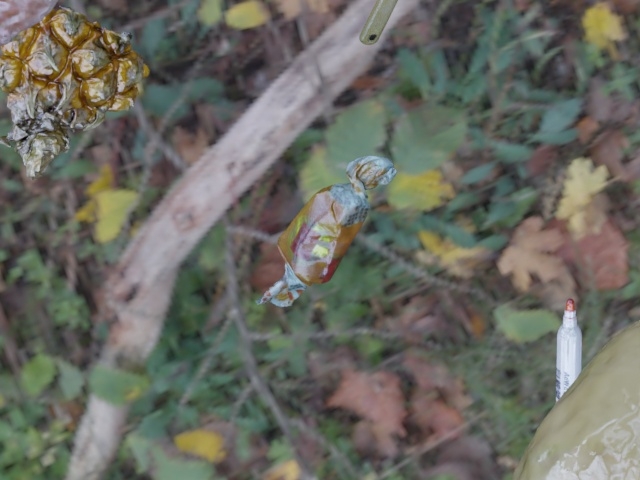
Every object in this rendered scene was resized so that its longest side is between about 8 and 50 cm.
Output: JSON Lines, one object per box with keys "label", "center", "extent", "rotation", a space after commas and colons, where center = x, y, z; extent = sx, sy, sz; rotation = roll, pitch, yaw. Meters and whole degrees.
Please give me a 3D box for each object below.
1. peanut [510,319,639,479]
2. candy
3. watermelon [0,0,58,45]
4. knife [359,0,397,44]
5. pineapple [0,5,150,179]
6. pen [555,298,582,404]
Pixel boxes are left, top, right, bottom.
{"label": "peanut", "center": [0.159, 0.186, 0.853], "extent": [0.158, 0.174, 0.340], "rotation": [-130, 40, -50]}
{"label": "candy", "center": [0.000, 0.000, 1.397], "extent": [0.182, 0.053, 0.046], "rotation": [-54, 33, 32]}
{"label": "watermelon", "center": [-0.160, -0.128, 0.626], "extent": [0.241, 0.094, 0.154], "rotation": [-16, 83, 4]}
{"label": "knife", "center": [0.112, -0.336, 2.103], "extent": [0.298, 0.047, 0.017], "rotation": [118, 152, -53]}
{"label": "pineapple", "center": [-0.181, -0.096, 1.122], "extent": [0.077, 0.114, 0.114], "rotation": [10, 76, 49]}
{"label": "pen", "center": [0.233, 0.155, 1.602], "extent": [0.026, 0.026, 0.218], "rotation": [15, 118, 34]}
